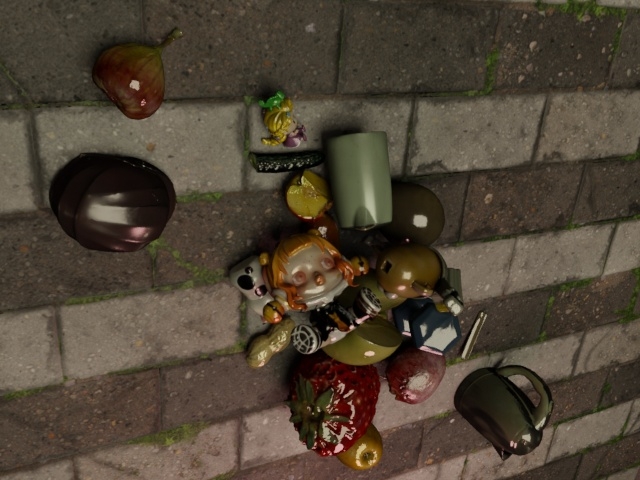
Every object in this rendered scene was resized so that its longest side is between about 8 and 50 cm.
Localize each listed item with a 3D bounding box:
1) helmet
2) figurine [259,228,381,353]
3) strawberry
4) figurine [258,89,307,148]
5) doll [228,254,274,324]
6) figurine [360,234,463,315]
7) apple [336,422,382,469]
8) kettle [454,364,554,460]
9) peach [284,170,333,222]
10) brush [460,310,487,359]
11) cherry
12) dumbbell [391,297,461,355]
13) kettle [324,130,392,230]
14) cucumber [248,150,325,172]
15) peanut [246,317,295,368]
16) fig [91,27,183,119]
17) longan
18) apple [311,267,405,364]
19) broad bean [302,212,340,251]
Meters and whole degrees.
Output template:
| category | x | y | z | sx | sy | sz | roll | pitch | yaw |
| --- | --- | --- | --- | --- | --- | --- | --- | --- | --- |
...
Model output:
| category | x | y | z | sx | sy | sz | roll | pitch | yaw |
| --- | --- | --- | --- | --- | --- | --- | --- | --- | --- |
| helmet | -0.463 | -0.072 | 1.445 | 0.305 | 0.177 | 0.225 | 7 | 109 | -29 |
| figurine | -0.025 | 0.117 | 1.653 | 0.320 | 0.323 | 0.196 | -25 | 168 | -20 |
| strawberry | 0.075 | 0.493 | 1.966 | 0.345 | 0.295 | 0.318 | -7 | 82 | -43 |
| figurine | -0.113 | -0.299 | 1.566 | 0.114 | 0.095 | 0.156 | -22 | 144 | 8 |
| doll | -0.175 | 0.128 | 1.737 | 0.110 | 0.107 | 0.181 | -35 | 123 | -10 |
| figurine | 0.254 | 0.090 | 1.673 | 0.285 | 0.342 | 0.167 | 21 | 83 | -54 |
| apple | 0.131 | 0.706 | 2.159 | 0.182 | 0.155 | 0.183 | -11 | 121 | -20 |
| kettle | 0.709 | 0.624 | 2.313 | 0.228 | 0.324 | 0.321 | 33 | 97 | -36 |
| peach | -0.032 | -0.118 | 1.683 | 0.151 | 0.118 | 0.151 | 3 | 81 | -17 |
| brush | 0.561 | 0.347 | 2.280 | 0.034 | 0.027 | 0.190 | 21 | 101 | 4 |
| cherry | 0.331 | 0.441 | 2.122 | 0.249 | 0.175 | 0.192 | -45 | 114 | -4 |
| dumbbell | 0.322 | 0.252 | 1.925 | 0.143 | 0.316 | 0.157 | -13 | 93 | -5 |
| kettle | 0.113 | -0.156 | 1.672 | 0.165 | 0.240 | 0.255 | -8 | 95 | 9 |
| cucumber | -0.081 | -0.210 | 1.649 | 0.214 | 0.052 | 0.058 | -7 | 89 | -26 |
| peanut | -0.149 | 0.304 | 1.859 | 0.187 | 0.082 | 0.082 | -38 | 126 | -6 |
| fig | -0.400 | -0.379 | 1.369 | 0.143 | 0.231 | 0.160 | -18 | 134 | 35 |
| longan | 0.259 | -0.070 | 1.811 | 0.196 | 0.196 | 0.220 | -47 | 116 | 1 |
| apple | 0.120 | 0.219 | 1.825 | 0.254 | 0.292 | 0.292 | 4 | 115 | -55 |
| broad bean | 0.000 | 0.000 | 1.776 | 0.114 | 0.084 | 0.165 | -25 | 119 | -22 |
